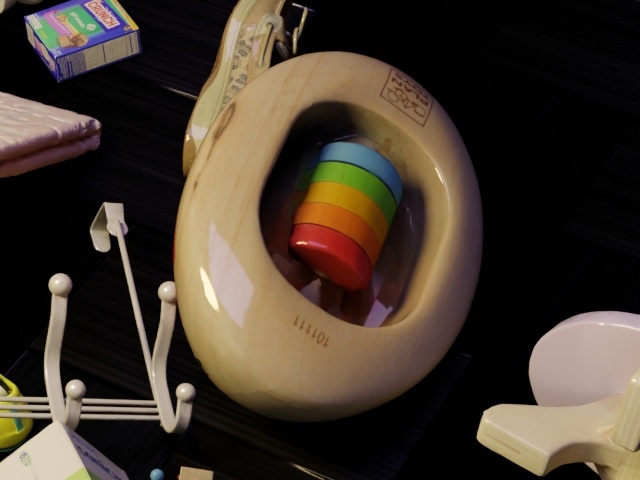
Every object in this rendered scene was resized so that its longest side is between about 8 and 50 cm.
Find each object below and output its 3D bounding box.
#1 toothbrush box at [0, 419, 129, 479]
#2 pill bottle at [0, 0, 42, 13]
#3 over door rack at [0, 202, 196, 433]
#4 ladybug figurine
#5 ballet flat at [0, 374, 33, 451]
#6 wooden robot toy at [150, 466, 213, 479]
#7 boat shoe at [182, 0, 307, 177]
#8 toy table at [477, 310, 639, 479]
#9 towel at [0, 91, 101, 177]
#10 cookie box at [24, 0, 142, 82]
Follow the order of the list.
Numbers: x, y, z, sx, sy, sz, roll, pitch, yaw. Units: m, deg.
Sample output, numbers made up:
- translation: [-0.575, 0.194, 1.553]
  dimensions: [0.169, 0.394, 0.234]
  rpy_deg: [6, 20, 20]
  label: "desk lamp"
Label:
- translation: [-0.213, 0.323, 1.545]
  dimensions: [0.206, 0.122, 0.283]
  rpy_deg: [-38, 52, 2]
  label: "toothbrush box"
- translation: [-0.333, -0.345, 2.267]
  dimensions: [0.103, 0.103, 0.184]
  rpy_deg: [32, 55, 29]
  label: "pill bottle"
- translation: [-0.267, 0.048, 1.811]
  dimensions: [0.240, 0.108, 0.324]
  rpy_deg: [5, 36, -26]
  label: "over door rack"
- translation: [0.000, 0.000, 1.843]
  dimensions: [0.305, 0.162, 0.449]
  rpy_deg: [35, 47, -9]
  label: "ladybug figurine"
- translation: [-0.362, 0.116, 1.832]
  dimensions: [0.231, 0.077, 0.077]
  rpy_deg: [33, 56, 29]
  label: "ballet flat"
- translation: [-0.156, 0.274, 1.692]
  dimensions: [0.076, 0.079, 0.173]
  rpy_deg: [36, 76, -7]
  label: "wooden robot toy"
- translation: [-0.072, -0.174, 2.104]
  dimensions: [0.089, 0.104, 0.285]
  rpy_deg: [14, 58, 8]
  label: "boat shoe"
- translation: [0.277, 0.188, 1.657]
  dimensions: [0.274, 0.252, 0.161]
  rpy_deg: [17, 31, 29]
  label: "toy table"
- translation: [-0.443, -0.126, 1.997]
  dimensions: [0.332, 0.053, 0.317]
  rpy_deg: [17, 17, 16]
  label: "towel"
- translation: [-0.275, -0.239, 2.205]
  dimensions: [0.107, 0.040, 0.092]
  rpy_deg: [-22, 48, -20]
  label: "cookie box"
